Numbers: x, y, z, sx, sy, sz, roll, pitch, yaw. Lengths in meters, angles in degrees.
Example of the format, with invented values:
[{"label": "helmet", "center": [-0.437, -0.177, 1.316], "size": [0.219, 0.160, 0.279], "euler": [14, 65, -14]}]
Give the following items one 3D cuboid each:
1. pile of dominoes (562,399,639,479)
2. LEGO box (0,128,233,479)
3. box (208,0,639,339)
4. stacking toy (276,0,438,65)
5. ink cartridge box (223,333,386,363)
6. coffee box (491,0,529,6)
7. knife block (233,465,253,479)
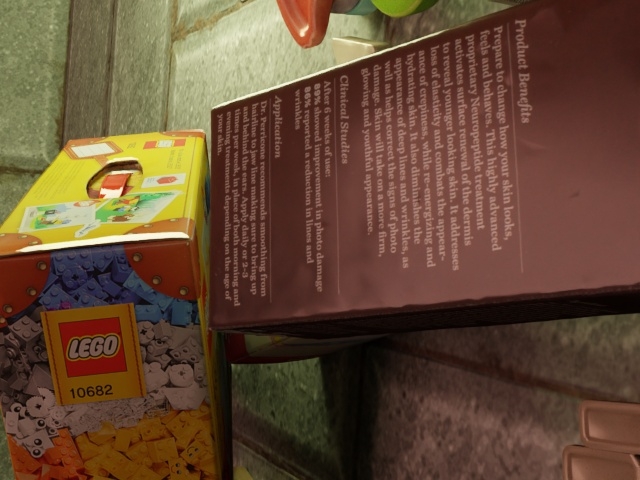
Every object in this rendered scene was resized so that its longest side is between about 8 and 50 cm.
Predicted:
[{"label": "pile of dominoes", "center": [0.205, 0.222, 0.540], "size": [0.196, 0.040, 0.251], "euler": [35, 117, 50]}, {"label": "LEGO box", "center": [-0.211, 0.104, 1.066], "size": [0.500, 0.193, 0.372], "euler": [-108, 13, -71]}, {"label": "box", "center": [0.094, -0.037, 0.662], "size": [0.381, 0.143, 0.191], "euler": [-9, 76, 42]}, {"label": "stacking toy", "center": [0.073, -0.308, 0.939], "size": [0.279, 0.130, 0.309], "euler": [64, 151, 25]}, {"label": "ink cartridge box", "center": [0.000, 0.000, 0.982], "size": [0.306, 0.131, 0.226], "euler": [-26, 65, 58]}, {"label": "coffee box", "center": [0.207, -0.285, 0.573], "size": [0.297, 0.168, 0.119], "euler": [-53, 42, 48]}, {"label": "knife block", "center": [-0.070, 0.403, 1.144], "size": [0.275, 0.242, 0.088], "euler": [-25, -50, -68]}]
